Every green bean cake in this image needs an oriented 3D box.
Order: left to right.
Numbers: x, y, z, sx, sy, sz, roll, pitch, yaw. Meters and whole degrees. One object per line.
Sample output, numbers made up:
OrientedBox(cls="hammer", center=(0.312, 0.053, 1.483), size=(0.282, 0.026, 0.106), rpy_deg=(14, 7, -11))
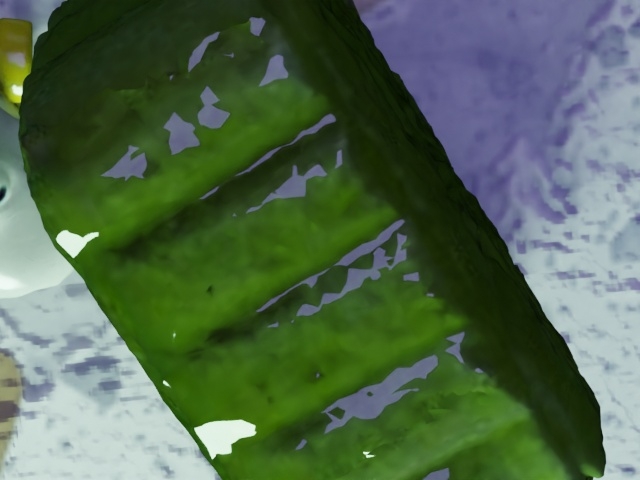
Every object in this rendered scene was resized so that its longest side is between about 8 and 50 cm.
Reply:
OrientedBox(cls="green bean cake", center=(0.000, 0.000, 0.629), size=(0.125, 0.222, 0.248), rpy_deg=(-29, 106, 7))

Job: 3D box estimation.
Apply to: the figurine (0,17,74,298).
OrientedBox(cls="figurine", center=(-0.150, -0.034, 0.636), size=(0.109, 0.178, 0.130), rpy_deg=(-45, 128, 7))
